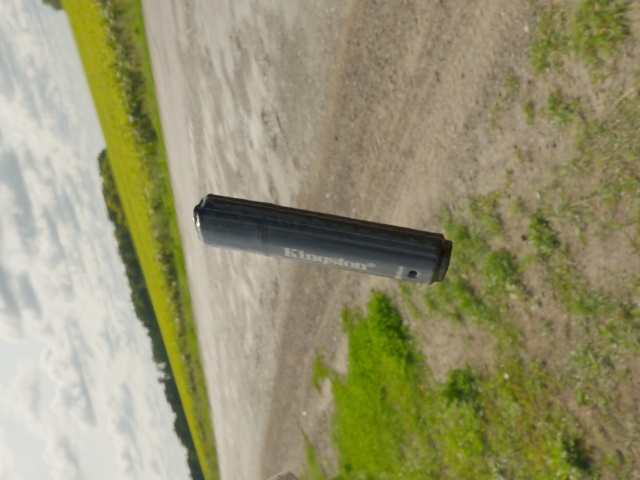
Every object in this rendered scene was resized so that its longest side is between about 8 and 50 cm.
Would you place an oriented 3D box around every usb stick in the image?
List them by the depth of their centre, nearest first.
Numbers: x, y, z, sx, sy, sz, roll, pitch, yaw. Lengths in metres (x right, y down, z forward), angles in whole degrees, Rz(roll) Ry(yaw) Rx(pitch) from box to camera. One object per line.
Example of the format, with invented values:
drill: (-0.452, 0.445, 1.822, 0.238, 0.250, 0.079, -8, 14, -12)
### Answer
usb stick: (0.000, 0.000, 0.822, 0.077, 0.278, 0.045, 94, -172, -54)

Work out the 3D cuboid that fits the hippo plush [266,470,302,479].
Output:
hippo plush: (0.007, 0.339, 0.518, 0.294, 0.236, 0.234, 26, 158, 40)
